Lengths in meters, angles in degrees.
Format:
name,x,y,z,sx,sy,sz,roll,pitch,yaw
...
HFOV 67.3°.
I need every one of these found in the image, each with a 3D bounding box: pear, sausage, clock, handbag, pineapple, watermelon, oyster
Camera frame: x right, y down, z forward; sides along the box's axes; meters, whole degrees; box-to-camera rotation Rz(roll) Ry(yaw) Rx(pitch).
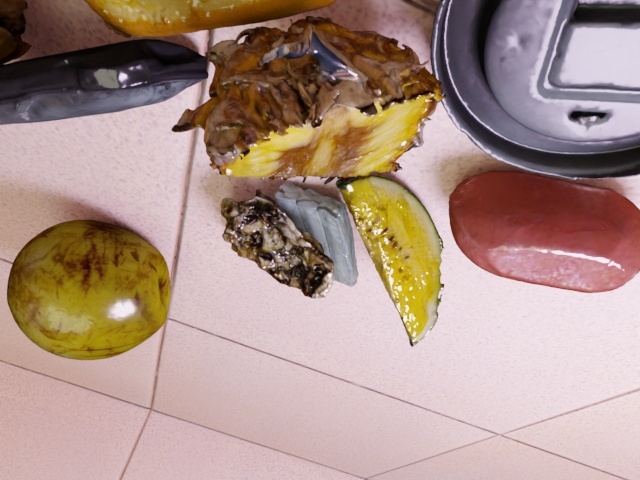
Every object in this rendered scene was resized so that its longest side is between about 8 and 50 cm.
name,x,y,z,sx,sy,sz,roll,pitch,yaw
pear,-0.426,0.090,0.915,0.284,0.283,0.283,10,143,8
sausage,0.292,-0.008,0.619,0.255,0.148,0.148,5,142,10
clock,0.268,-0.193,0.440,0.326,0.067,0.325,10,143,8
handbag,-0.297,-0.183,0.567,0.333,0.191,0.074,1,110,20
pineapple,0.009,-0.155,0.459,0.335,0.161,0.158,-10,166,-45
watermelon,0.105,0.017,0.716,0.123,0.129,0.301,-7,121,36
oyster,-0.081,0.014,0.783,0.214,0.083,0.223,40,159,-4

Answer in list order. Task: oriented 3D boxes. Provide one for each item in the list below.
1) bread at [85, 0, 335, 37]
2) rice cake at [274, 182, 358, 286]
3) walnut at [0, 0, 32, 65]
name,x,y,z,sx,sy,sz,roll,pitch,yaw
bread,-0.098,-0.277,0.427,0.289,0.119,0.152,1,138,19
rice cake,0.000,0.000,0.797,0.124,0.038,0.211,21,149,20
walnut,-0.444,-0.261,0.557,0.246,0.137,0.137,1,141,20
